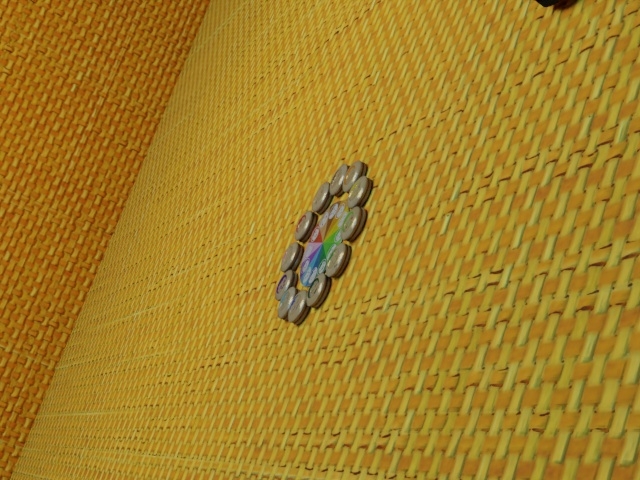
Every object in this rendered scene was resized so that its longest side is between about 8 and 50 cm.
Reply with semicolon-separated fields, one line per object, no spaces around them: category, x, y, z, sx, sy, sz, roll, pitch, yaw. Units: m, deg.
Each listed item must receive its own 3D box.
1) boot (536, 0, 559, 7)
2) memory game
boot;0.138;-0.330;0.941;0.094;0.207;0.247;-33;36;58
memory game;0.000;0.000;1.203;0.186;0.012;0.186;-54;21;31
